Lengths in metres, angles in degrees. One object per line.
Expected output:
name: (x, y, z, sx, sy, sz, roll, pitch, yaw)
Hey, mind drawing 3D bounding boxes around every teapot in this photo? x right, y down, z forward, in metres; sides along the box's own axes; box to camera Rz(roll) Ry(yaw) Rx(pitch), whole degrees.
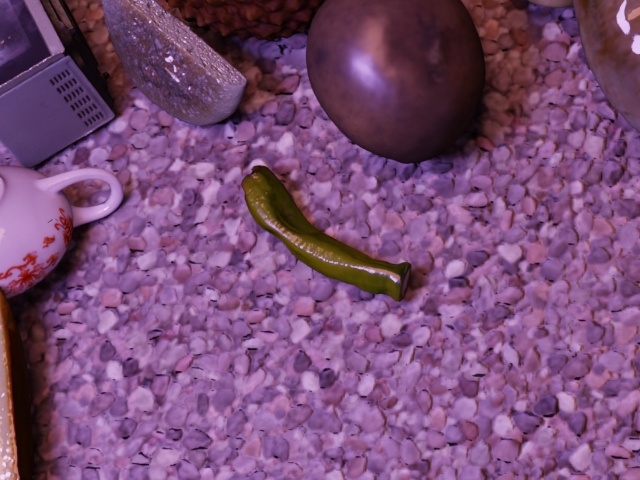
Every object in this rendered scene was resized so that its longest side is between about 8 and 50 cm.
teapot: (-0.312, -0.012, 1.921, 0.245, 0.116, 0.159, -19, 31, 0)

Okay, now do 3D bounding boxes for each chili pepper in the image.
chili pepper: (0.000, 0.000, 1.844, 0.201, 0.050, 0.052, 33, 41, 24)

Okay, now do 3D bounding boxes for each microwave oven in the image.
microwave oven: (-0.309, -0.205, 1.970, 0.129, 0.163, 0.205, -32, 62, 3)

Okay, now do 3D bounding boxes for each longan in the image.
longan: (0.071, -0.164, 1.828, 0.167, 0.167, 0.187, -23, 60, 7)

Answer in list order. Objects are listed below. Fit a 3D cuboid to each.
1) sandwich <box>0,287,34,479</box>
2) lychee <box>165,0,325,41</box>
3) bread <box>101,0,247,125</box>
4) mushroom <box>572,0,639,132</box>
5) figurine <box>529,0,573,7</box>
sandwich: (-0.319, 0.167, 1.840, 0.090, 0.088, 0.244, -6, 67, -2)
lychee: (-0.061, -0.335, 1.898, 0.267, 0.267, 0.267, -7, 65, 15)
bread: (-0.157, -0.173, 1.938, 0.193, 0.112, 0.036, 42, 53, 18)
mushroom: (0.387, -0.222, 1.689, 0.352, 0.260, 0.352, -3, 77, 11)
figurine: (0.231, -0.350, 1.833, 0.180, 0.154, 0.262, 29, 115, 59)
